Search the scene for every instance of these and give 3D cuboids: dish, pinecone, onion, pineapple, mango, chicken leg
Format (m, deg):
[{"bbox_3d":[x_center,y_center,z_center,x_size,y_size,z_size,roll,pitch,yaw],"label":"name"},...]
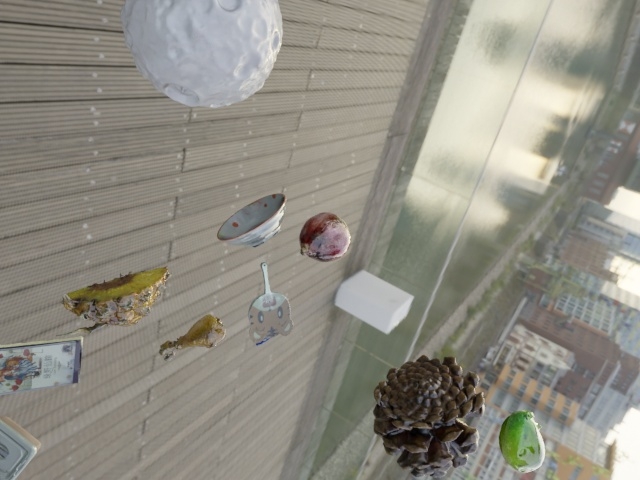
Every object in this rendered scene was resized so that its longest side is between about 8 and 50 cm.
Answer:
[{"bbox_3d":[-0.207,-0.048,1.737,0.260,0.260,0.085,-47,119,-33],"label":"dish"},{"bbox_3d":[0.349,0.574,1.663,0.384,0.384,0.385,-47,152,-34],"label":"pinecone"},{"bbox_3d":[0.000,0.000,1.612,0.195,0.159,0.160,-29,140,-51],"label":"onion"},{"bbox_3d":[-0.580,0.200,1.528,0.334,0.161,0.159,-11,117,-31],"label":"pineapple"},{"bbox_3d":[0.464,0.460,1.225,0.119,0.100,0.178,-73,151,-47],"label":"mango"},{"bbox_3d":[-0.408,0.312,1.676,0.087,0.251,0.107,58,15,-22],"label":"chicken leg"}]

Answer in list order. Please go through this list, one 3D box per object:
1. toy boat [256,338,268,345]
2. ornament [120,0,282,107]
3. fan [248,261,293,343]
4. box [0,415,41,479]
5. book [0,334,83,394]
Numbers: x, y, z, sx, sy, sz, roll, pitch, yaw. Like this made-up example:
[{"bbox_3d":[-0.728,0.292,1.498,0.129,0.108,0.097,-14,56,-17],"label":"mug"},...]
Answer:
[{"bbox_3d":[-0.157,0.263,1.709,0.175,0.091,0.110,-61,153,-8],"label":"toy boat"},{"bbox_3d":[-0.248,-0.443,1.127,0.337,0.337,0.337,-47,152,-34],"label":"ornament"},{"bbox_3d":[-0.147,0.174,1.514,0.152,0.008,0.227,-9,96,-38],"label":"fan"},{"bbox_3d":[-0.642,0.421,1.080,0.089,0.122,0.062,-52,-179,-11],"label":"box"},{"bbox_3d":[-0.679,0.295,1.224,0.231,0.026,0.158,-1,125,-31],"label":"book"}]
